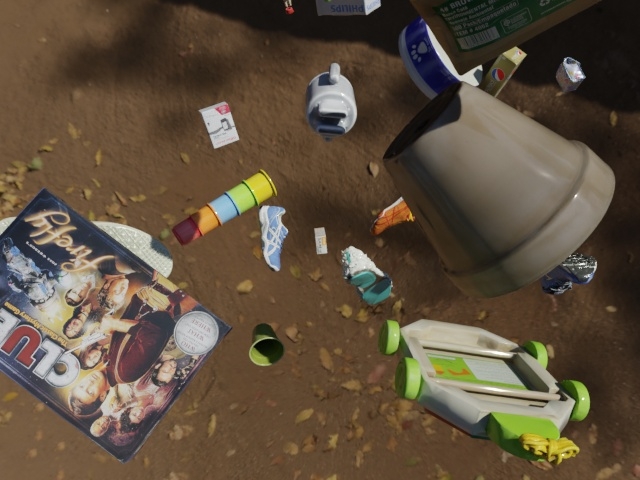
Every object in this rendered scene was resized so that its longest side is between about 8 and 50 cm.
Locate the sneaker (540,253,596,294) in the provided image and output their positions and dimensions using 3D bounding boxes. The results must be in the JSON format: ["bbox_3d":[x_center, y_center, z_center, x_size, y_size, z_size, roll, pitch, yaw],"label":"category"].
[{"bbox_3d":[0.817,0.115,1.698,0.130,0.330,0.147,1,94,7],"label":"sneaker"}]

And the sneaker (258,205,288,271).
[{"bbox_3d":[-0.142,-0.008,1.585,0.081,0.080,0.211,-6,90,2],"label":"sneaker"}]

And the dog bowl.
[{"bbox_3d":[0.357,-0.542,1.498,0.265,0.104,0.264,19,58,-34],"label":"dog bowl"}]

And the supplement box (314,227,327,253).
[{"bbox_3d":[0.000,0.000,1.712,0.036,0.098,0.062,-6,108,-1],"label":"supplement box"}]

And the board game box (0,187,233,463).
[{"bbox_3d":[-0.238,0.083,0.522,0.243,0.042,0.165,36,78,2],"label":"board game box"}]

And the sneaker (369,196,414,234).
[{"bbox_3d":[0.197,-0.062,1.294,0.175,0.064,0.067,-40,79,25],"label":"sneaker"}]

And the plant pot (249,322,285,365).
[{"bbox_3d":[-0.132,0.240,1.206,0.083,0.079,0.083,-6,119,-11],"label":"plant pot"}]

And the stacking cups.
[{"bbox_3d":[-0.283,-0.089,1.492,0.316,0.096,0.096,-34,78,-13],"label":"stacking cups"}]

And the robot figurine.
[{"bbox_3d":[0.039,-0.545,2.031,0.200,0.300,0.353,7,39,-7],"label":"robot figurine"}]

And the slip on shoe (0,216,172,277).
[{"bbox_3d":[-0.467,0.020,1.019,0.331,0.101,0.123,10,83,-20],"label":"slip on shoe"}]

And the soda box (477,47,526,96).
[{"bbox_3d":[0.526,-0.485,1.499,0.058,0.181,0.061,40,65,9],"label":"soda box"}]

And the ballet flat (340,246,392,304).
[{"bbox_3d":[0.168,0.122,1.869,0.147,0.409,0.147,-6,67,16],"label":"ballet flat"}]

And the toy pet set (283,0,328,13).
[{"bbox_3d":[-0.024,-0.505,0.975,0.122,0.065,0.114,-17,47,2],"label":"toy pet set"}]

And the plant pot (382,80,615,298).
[{"bbox_3d":[0.272,-0.110,0.878,0.280,0.323,0.323,42,81,-11],"label":"plant pot"}]

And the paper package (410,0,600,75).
[{"bbox_3d":[0.256,-0.421,0.607,0.325,0.168,0.309,-21,58,29],"label":"paper package"}]

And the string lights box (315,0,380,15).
[{"bbox_3d":[0.045,-0.633,1.102,0.133,0.259,0.077,14,45,30],"label":"string lights box"}]

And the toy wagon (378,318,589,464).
[{"bbox_3d":[0.233,0.206,0.721,0.267,0.344,0.068,9,106,-7],"label":"toy wagon"}]

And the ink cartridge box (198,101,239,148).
[{"bbox_3d":[-0.395,-0.449,1.982,0.109,0.063,0.150,-24,120,-14],"label":"ink cartridge box"}]

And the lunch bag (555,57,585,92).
[{"bbox_3d":[0.749,-0.501,1.528,0.053,0.071,0.083,-20,75,-1],"label":"lunch bag"}]
